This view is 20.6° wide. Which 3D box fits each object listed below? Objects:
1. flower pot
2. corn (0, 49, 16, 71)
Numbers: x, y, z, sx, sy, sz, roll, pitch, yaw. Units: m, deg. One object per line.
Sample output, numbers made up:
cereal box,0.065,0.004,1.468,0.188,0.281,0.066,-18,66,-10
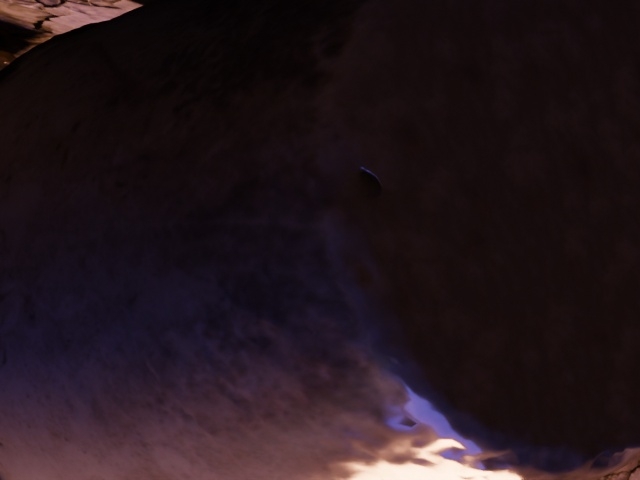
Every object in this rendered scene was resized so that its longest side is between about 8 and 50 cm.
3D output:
flower pot,0.008,0.010,0.807,0.293,0.294,0.330,12,167,-33
corn,-0.289,-0.059,1.152,0.347,0.130,0.130,-6,166,45
